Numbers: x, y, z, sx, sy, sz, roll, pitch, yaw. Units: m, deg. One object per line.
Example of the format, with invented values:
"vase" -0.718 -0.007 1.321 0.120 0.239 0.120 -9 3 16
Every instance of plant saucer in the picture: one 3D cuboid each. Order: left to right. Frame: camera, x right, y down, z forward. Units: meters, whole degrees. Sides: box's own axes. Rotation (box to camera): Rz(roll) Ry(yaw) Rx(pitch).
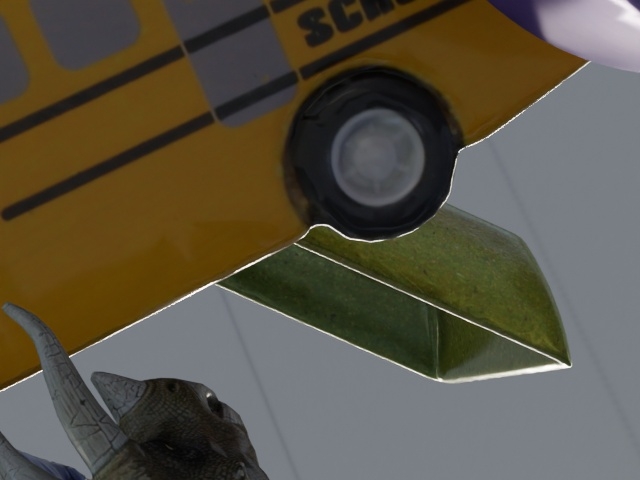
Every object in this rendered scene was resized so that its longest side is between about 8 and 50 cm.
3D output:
"plant saucer" 0.000 0.000 0.780 0.188 0.188 0.045 24 -101 -8

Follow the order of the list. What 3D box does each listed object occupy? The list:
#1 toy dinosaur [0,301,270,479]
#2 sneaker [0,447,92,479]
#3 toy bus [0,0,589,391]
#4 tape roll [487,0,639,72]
"toy dinosaur" 0.022 0.108 0.364 0.160 0.313 0.121 18 -91 -21
"sneaker" -0.060 0.101 0.577 0.081 0.211 0.080 -42 -120 -7
"toy bus" -0.069 -0.037 0.566 0.333 0.108 0.130 -27 -77 -10
"tape roll" 0.113 -0.135 0.483 0.189 0.080 0.189 -3 -83 -22
